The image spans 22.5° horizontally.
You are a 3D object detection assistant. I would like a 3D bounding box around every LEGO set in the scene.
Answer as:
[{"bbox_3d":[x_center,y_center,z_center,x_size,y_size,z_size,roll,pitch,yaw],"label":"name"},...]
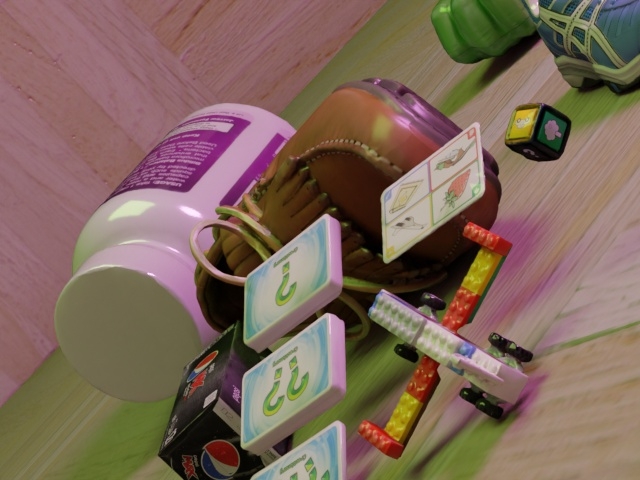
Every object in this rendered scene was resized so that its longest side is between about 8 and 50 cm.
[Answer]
[{"bbox_3d":[0.026,0.030,0.787,0.244,0.060,0.182,-37,40,37],"label":"LEGO set"}]

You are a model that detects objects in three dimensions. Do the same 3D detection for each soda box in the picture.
[{"bbox_3d":[-0.055,0.107,1.005,0.053,0.060,0.169,-44,9,10],"label":"soda box"}]

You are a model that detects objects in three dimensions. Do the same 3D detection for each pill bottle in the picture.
[{"bbox_3d":[-0.111,0.010,1.381,0.169,0.169,0.301,-40,9,30],"label":"pill bottle"}]

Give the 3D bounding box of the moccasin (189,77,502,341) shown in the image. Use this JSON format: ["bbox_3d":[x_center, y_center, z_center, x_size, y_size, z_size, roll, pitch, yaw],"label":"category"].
[{"bbox_3d":[-0.002,-0.002,1.031,0.147,0.139,0.380,-54,14,-20],"label":"moccasin"}]

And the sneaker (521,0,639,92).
[{"bbox_3d":[0.184,-0.148,1.043,0.080,0.081,0.211,-44,9,-11],"label":"sneaker"}]

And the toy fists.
[{"bbox_3d":[0.214,-0.269,1.457,0.279,0.096,0.142,-41,10,14],"label":"toy fists"}]
